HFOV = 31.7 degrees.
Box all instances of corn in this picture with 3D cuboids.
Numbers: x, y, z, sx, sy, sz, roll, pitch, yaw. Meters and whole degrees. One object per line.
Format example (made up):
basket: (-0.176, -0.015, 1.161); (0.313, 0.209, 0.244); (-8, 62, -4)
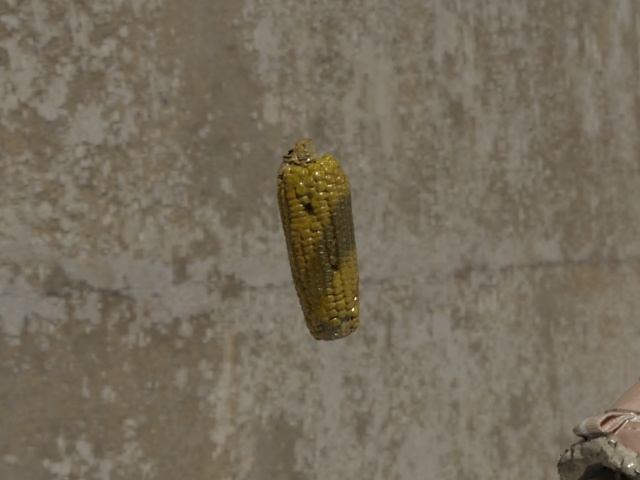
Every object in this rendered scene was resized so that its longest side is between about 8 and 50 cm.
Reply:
corn: (0.000, 0.000, 1.436); (0.097, 0.097, 0.261); (-26, 110, -57)

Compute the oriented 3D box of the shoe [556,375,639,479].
shoe: (0.295, 0.247, 0.839); (0.198, 0.172, 0.351); (-22, 88, -31)
